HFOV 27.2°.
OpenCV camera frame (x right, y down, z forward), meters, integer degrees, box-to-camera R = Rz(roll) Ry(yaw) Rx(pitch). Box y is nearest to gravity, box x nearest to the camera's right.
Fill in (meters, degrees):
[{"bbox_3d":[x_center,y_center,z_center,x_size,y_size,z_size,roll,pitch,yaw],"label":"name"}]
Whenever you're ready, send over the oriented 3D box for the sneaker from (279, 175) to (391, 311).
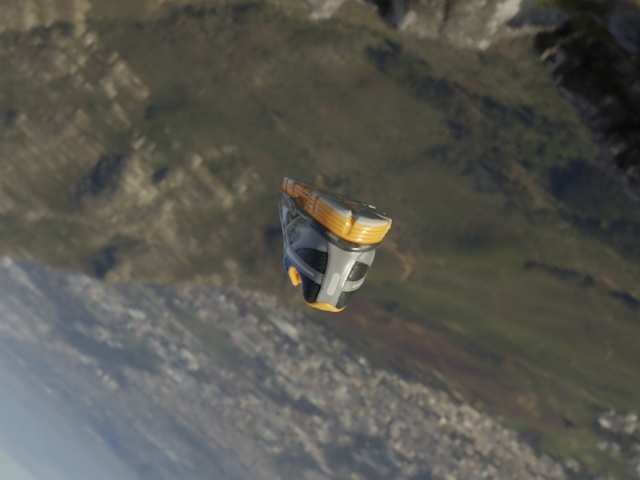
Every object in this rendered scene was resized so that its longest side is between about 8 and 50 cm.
[{"bbox_3d":[0.000,0.000,1.066,0.084,0.083,0.215,17,-175,-5],"label":"sneaker"}]
